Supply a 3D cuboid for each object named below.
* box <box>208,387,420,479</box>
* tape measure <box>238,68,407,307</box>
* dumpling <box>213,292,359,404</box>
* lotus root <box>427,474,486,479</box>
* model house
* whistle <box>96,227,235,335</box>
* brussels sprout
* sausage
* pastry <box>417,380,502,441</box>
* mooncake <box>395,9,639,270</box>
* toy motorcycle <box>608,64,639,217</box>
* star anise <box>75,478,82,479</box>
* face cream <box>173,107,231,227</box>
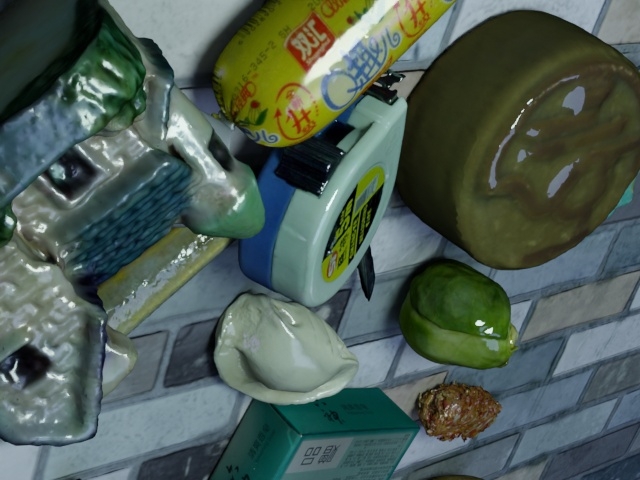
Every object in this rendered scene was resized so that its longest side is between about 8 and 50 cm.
[{"bbox_3d":[-0.005,0.272,1.687,0.245,0.092,0.153,7,118,-50],"label":"box"},{"bbox_3d":[0.000,0.000,1.402,0.215,0.098,0.351,-51,157,-36],"label":"tape measure"},{"bbox_3d":[-0.047,0.139,1.511,0.134,0.100,0.169,-42,145,18],"label":"dumpling"},{"bbox_3d":[0.150,0.457,1.975,0.310,0.183,0.183,-16,135,-29],"label":"lotus root"},{"bbox_3d":[-0.203,-0.007,1.014,0.298,0.243,0.284,-38,123,2],"label":"model house"},{"bbox_3d":[-0.195,0.060,1.310,0.326,0.057,0.068,-40,149,-11],"label":"whistle"},{"bbox_3d":[0.173,0.092,1.662,0.183,0.145,0.131,-116,-143,-85],"label":"brussels sprout"},{"bbox_3d":[0.033,-0.215,1.225,0.347,0.123,0.123,-44,145,-3],"label":"sausage"},{"bbox_3d":[0.195,0.239,1.897,0.087,0.063,0.169,-47,151,16],"label":"pastry"},{"bbox_3d":[0.233,-0.107,1.498,0.284,0.155,0.284,-20,131,-25],"label":"mooncake"},{"bbox_3d":[0.359,-0.090,1.707,0.296,0.109,0.198,-52,146,11],"label":"toy motorcycle"},{"bbox_3d":[-0.288,0.366,1.484,0.220,0.099,0.214,-43,131,1],"label":"star anise"},{"bbox_3d":[-0.139,-0.068,1.177,0.104,0.117,0.117,14,120,-11],"label":"face cream"}]
